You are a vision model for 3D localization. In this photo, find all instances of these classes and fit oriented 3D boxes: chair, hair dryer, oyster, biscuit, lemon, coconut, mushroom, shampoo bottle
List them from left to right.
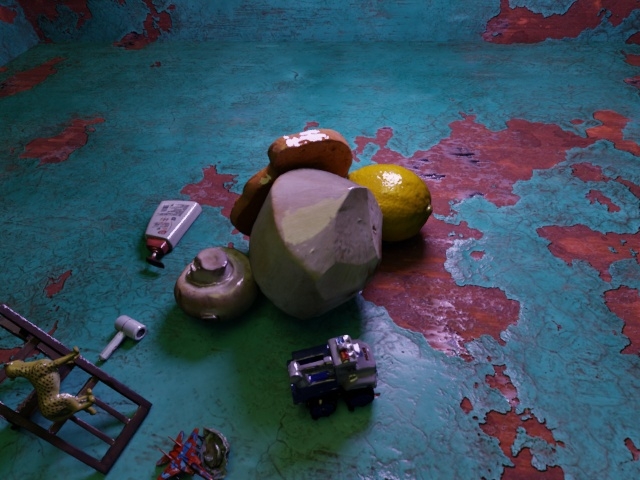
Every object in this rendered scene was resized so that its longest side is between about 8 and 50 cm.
[{"bbox_3d":[-0.661,0.366,1.026,0.241,0.416,0.203,-28,25,48],"label":"chair"},{"bbox_3d":[-0.561,0.281,1.175,0.082,0.047,0.137,21,58,23],"label":"hair dryer"},{"bbox_3d":[-0.524,-0.023,1.439,0.153,0.071,0.284,4,50,7],"label":"shampoo bottle"},{"bbox_3d":[-0.240,0.485,0.959,0.098,0.037,0.100,-3,65,29],"label":"oyster"},{"bbox_3d":[-0.293,0.124,1.200,0.255,0.184,0.255,4,37,-3],"label":"mushroom"},{"bbox_3d":[-0.083,-0.145,1.271,0.350,0.455,0.078,3,47,-45],"label":"biscuit"},{"bbox_3d":[0.000,0.000,1.118,0.345,0.415,0.415,13,40,-26],"label":"coconut"},{"bbox_3d":[0.199,-0.120,1.329,0.320,0.245,0.245,13,49,29],"label":"lemon"}]

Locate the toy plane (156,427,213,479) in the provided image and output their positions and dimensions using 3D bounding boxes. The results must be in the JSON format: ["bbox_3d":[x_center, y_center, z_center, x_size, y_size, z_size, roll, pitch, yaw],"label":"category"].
[{"bbox_3d":[-0.284,0.486,0.918,0.189,0.061,0.130,9,47,38],"label":"toy plane"}]

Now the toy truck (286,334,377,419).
[{"bbox_3d":[0.027,0.301,0.996,0.213,0.177,0.161,-13,46,-5],"label":"toy truck"}]

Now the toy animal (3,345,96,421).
[{"bbox_3d":[-0.579,0.324,0.913,0.136,0.181,0.073,-19,7,-32],"label":"toy animal"}]
